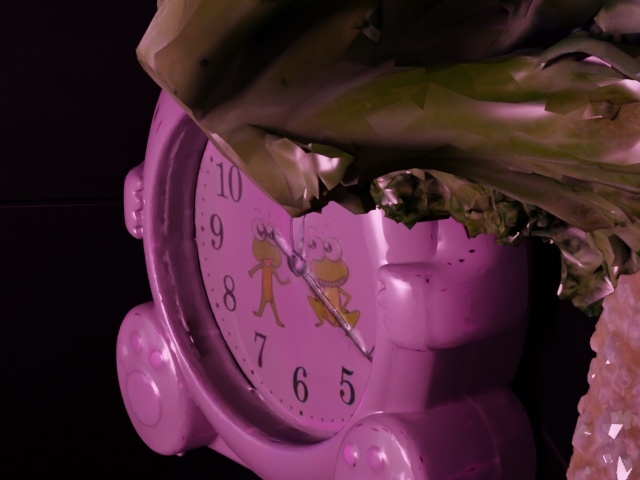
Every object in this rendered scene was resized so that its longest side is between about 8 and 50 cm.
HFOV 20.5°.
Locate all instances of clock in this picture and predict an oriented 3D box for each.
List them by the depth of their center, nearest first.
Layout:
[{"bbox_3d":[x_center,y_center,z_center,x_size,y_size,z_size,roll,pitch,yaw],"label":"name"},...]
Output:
[{"bbox_3d":[0.000,0.000,1.009,0.295,0.113,0.322,20,116,47],"label":"clock"}]

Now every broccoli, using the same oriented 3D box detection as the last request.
[{"bbox_3d":[0.068,-0.085,0.596,0.265,0.245,0.294,59,179,32],"label":"broccoli"}]

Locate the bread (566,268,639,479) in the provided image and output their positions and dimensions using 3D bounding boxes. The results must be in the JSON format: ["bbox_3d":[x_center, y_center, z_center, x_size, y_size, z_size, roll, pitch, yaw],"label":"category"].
[{"bbox_3d":[0.160,0.045,0.344,0.286,0.056,0.207,-50,49,38],"label":"bread"}]
